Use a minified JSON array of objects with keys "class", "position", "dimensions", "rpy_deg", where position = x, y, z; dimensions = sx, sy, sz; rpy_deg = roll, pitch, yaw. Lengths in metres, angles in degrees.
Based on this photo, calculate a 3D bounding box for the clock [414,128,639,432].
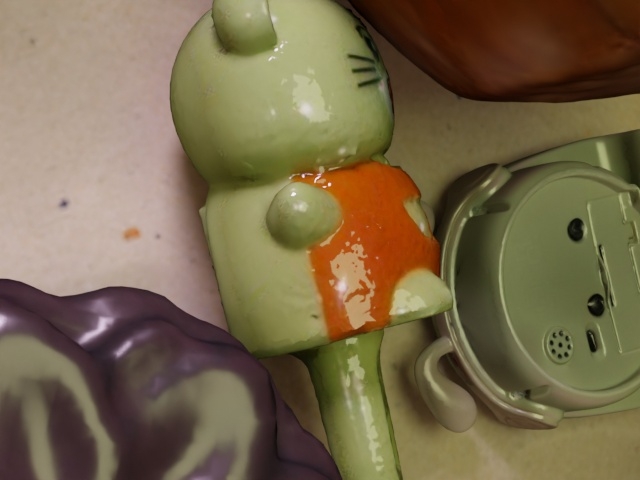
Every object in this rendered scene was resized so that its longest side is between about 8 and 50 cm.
[{"class":"clock","position":[0.126,0.026,0.887],"dimensions":[0.191,0.062,0.151],"rpy_deg":[-12,90,-32]}]

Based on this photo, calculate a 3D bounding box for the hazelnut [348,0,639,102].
[{"class":"hazelnut","position":[0.114,-0.233,0.760],"dimensions":[0.372,0.372,0.315],"rpy_deg":[43,87,-19]}]

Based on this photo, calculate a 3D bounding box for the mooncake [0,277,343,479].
[{"class":"mooncake","position":[-0.113,0.151,0.679],"dimensions":[0.283,0.141,0.283],"rpy_deg":[6,79,-29]}]

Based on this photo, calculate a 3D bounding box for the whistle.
[{"class":"whistle","position":[0.000,0.000,0.777],"dimensions":[0.106,0.131,0.288],"rpy_deg":[-15,88,3]}]
